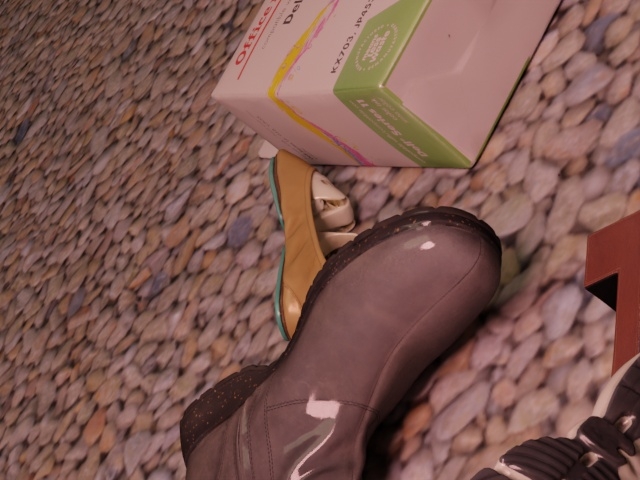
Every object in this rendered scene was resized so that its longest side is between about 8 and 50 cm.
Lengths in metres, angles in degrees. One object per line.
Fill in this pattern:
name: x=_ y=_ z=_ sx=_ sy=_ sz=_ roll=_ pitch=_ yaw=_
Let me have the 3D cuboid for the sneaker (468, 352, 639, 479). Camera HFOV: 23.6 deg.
sneaker: x=0.134 y=0.156 z=0.771 sx=0.275 sy=0.107 sz=0.110 roll=-27 pitch=-31 yaw=-41

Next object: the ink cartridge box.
ink cartridge box: x=0.036 y=-0.181 z=1.369 sx=0.353 sy=0.119 sz=0.207 roll=5 pitch=63 yaw=58

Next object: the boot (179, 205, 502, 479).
boot: x=0.018 y=0.150 z=1.059 sx=0.338 sy=0.118 sz=0.222 roll=-49 pitch=29 yaw=32

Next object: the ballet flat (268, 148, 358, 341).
ballet flat: x=0.000 y=0.000 z=1.295 sx=0.073 sy=0.080 sz=0.232 roll=-15 pitch=41 yaw=9

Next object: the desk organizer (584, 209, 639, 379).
desk organizer: x=0.195 y=0.046 z=0.953 sx=0.050 sy=0.047 sz=0.130 roll=-30 pitch=35 yaw=41
